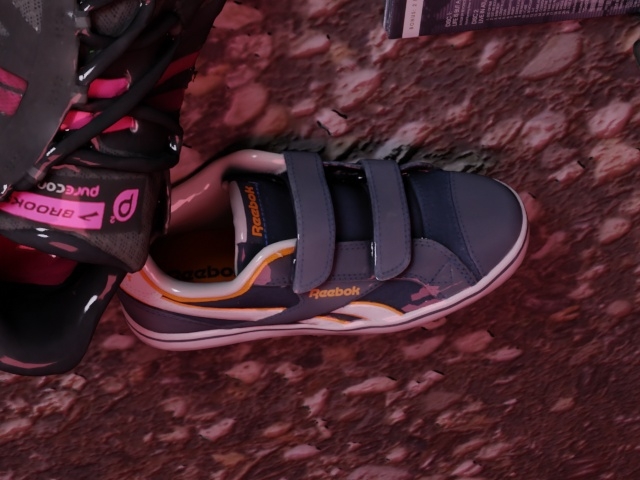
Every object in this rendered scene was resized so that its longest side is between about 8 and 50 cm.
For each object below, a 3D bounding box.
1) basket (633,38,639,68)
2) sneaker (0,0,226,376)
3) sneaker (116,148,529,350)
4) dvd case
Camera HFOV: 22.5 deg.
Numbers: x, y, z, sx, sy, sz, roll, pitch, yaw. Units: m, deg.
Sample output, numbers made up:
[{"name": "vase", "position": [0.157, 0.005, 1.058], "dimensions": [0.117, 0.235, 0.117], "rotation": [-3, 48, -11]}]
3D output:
[{"name": "basket", "position": [0.369, -0.155, 1.129], "dimensions": [0.204, 0.154, 0.227], "rotation": [23, 124, -40]}, {"name": "sneaker", "position": [-0.134, -0.095, 0.980], "dimensions": [0.185, 0.202, 0.483], "rotation": [-1, 139, -18]}, {"name": "sneaker", "position": [0.000, 0.000, 1.201], "dimensions": [0.321, 0.126, 0.127], "rotation": [-13, 147, -1]}, {"name": "dvd case", "position": [0.157, -0.212, 1.086], "dimensions": [0.221, 0.018, 0.164], "rotation": [-8, 141, -11]}]
